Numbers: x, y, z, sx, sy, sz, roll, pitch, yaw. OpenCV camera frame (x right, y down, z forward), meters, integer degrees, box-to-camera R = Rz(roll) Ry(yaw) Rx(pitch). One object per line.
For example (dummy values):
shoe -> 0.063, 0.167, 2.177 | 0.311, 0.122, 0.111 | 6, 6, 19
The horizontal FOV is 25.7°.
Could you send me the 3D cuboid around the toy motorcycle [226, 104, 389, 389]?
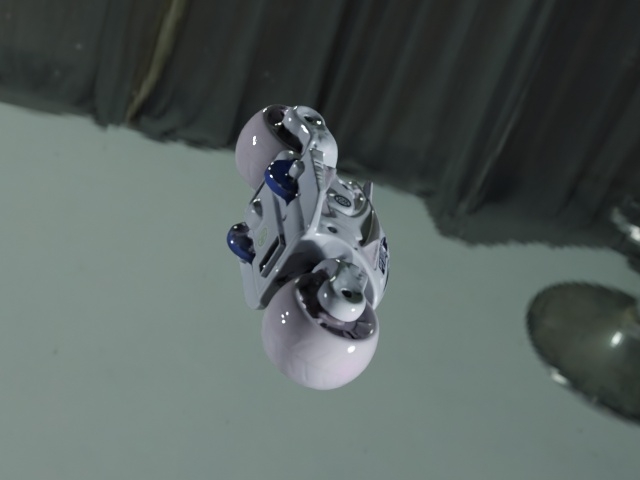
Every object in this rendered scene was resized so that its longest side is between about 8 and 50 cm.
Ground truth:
toy motorcycle -> 0.000, 0.000, 0.940 | 0.112, 0.112, 0.254 | 8, 39, -18
